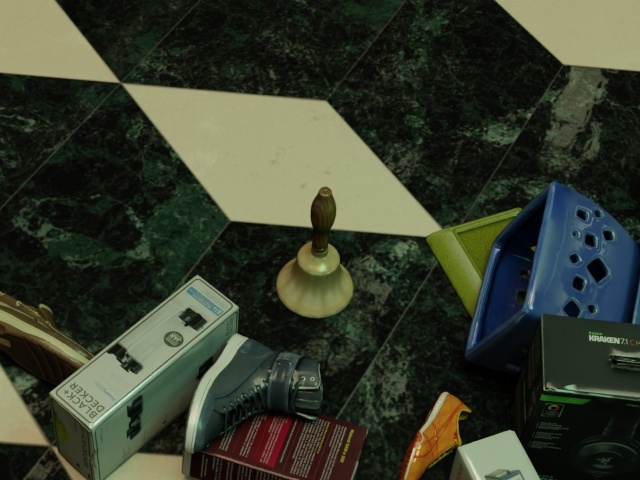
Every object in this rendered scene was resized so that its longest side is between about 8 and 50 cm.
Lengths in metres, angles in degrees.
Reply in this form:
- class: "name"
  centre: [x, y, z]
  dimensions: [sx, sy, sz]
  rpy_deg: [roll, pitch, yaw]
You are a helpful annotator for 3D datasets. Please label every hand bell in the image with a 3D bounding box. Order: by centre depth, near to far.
- class: "hand bell"
  centre: [0.000, 0.000, 2.019]
  dimensions: [0.126, 0.242, 0.126]
  rpy_deg: [3, 51, -3]

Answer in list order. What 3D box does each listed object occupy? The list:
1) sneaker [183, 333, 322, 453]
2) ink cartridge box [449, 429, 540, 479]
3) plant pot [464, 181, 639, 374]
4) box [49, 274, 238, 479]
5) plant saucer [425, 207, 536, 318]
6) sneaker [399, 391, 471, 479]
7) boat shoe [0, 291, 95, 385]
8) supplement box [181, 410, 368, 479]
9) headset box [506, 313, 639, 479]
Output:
- class: "sneaker"
  centre: [-0.087, 0.228, 1.830]
  dimensions: [0.163, 0.086, 0.226]
  rpy_deg: [17, 40, 12]
- class: "ink cartridge box"
  centre: [0.259, 0.392, 1.792]
  dimensions: [0.093, 0.154, 0.212]
  rpy_deg: [-14, 56, -14]
- class: "plant pot"
  centre: [0.374, 0.086, 1.975]
  dimensions: [0.212, 0.236, 0.236]
  rpy_deg: [22, 62, -9]
- class: "box"
  centre: [-0.250, 0.200, 1.884]
  dimensions: [0.087, 0.169, 0.290]
  rpy_deg: [36, 58, 21]
- class: "plant saucer"
  centre: [0.297, 0.026, 2.154]
  dimensions: [0.188, 0.045, 0.188]
  rpy_deg: [-16, 55, -17]
- class: "sneaker"
  centre: [0.170, 0.298, 1.918]
  dimensions: [0.067, 0.064, 0.175]
  rpy_deg: [32, 58, 7]
- class: "boat shoe"
  centre: [-0.432, 0.133, 1.968]
  dimensions: [0.257, 0.095, 0.095]
  rpy_deg: [25, 48, 14]
- class: "supplement box"
  centre: [-0.064, 0.303, 1.873]
  dimensions: [0.239, 0.073, 0.130]
  rpy_deg: [16, 43, 8]
- class: "headset box"
  centre: [0.409, 0.234, 1.851]
  dimensions: [0.246, 0.283, 0.131]
  rpy_deg: [7, 51, -1]
